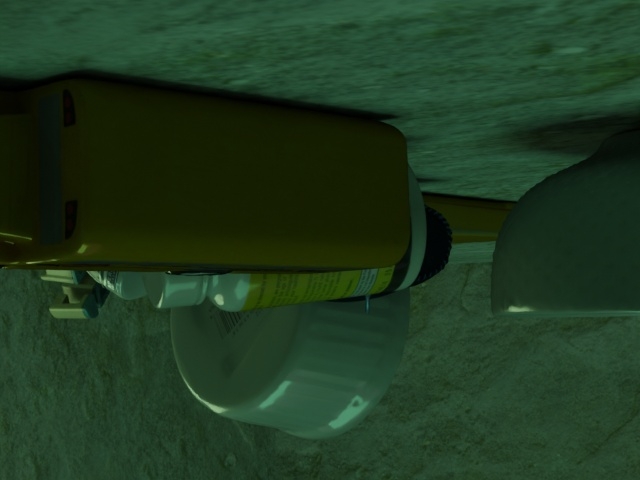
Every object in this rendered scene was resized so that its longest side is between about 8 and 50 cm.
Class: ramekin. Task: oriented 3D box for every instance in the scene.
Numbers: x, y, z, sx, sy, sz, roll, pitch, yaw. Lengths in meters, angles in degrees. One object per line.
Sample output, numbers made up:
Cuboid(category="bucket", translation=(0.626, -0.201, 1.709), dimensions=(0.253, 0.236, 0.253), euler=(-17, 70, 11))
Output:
Cuboid(category="ramekin", translation=(-0.045, 0.075, 1.391), dimensions=(0.135, 0.277, 0.277), euler=(13, 169, -40))

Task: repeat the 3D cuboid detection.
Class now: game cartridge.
Cuboid(category="game cartridge", translation=(0.105, -0.023, 1.607), dimensions=(0.285, 0.053, 0.323), euler=(-3, 178, 42))

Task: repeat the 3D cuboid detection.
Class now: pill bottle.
Cuboid(category="pill bottle", translation=(-0.033, -0.007, 0.993), dimensions=(0.208, 0.119, 0.119), euler=(-7, 179, -20))

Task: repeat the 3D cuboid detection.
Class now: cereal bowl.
Cuboid(category="cereal bowl", translation=(0.299, -0.011, 0.969), dimensions=(0.339, 0.141, 0.339), euler=(-1, 177, 0))

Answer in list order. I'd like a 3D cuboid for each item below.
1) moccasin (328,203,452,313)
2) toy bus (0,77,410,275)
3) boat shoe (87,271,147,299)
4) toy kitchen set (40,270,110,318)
Cuboid(category="moccasin", translation=(0.000, 0.000, 1.190), dimensions=(0.342, 0.138, 0.117), euler=(1, 172, -36))
Cuboid(category="toy bus", translation=(-0.102, -0.033, 0.800), dimensions=(0.332, 0.108, 0.130), euler=(3, 175, -44))
Cuboid(category="boat shoe", translation=(-0.194, 0.003, 1.567), dimensions=(0.102, 0.108, 0.301), euler=(28, -159, 22))
Cuboid(category="toy kitchen set", translation=(-0.363, 0.016, 2.071), dimensions=(0.122, 0.166, 0.207), euler=(-1, -147, 12))
